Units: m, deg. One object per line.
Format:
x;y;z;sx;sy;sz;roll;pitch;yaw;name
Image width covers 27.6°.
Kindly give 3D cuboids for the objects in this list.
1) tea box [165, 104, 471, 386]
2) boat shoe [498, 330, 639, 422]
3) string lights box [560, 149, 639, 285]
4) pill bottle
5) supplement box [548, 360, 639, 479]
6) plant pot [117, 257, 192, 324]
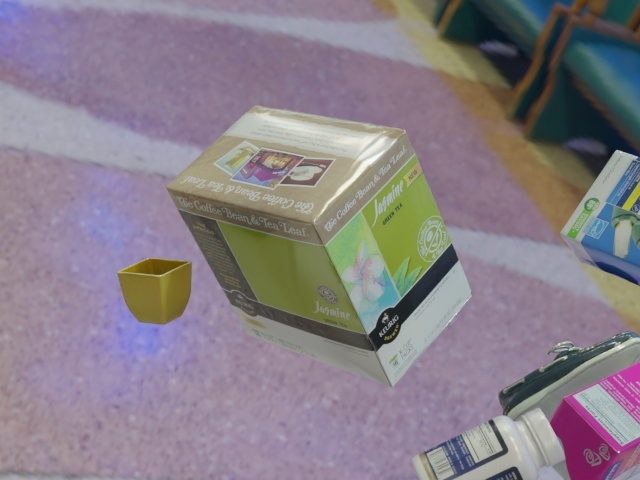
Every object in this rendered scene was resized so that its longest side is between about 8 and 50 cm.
0.000;0.000;1.948;0.329;0.324;0.220;15;52;44;tea box
0.397;0.211;2.075;0.095;0.254;0.079;33;26;-42;boat shoe
0.427;-0.002;1.519;0.259;0.133;0.077;25;-13;45;string lights box
0.204;0.269;1.572;0.169;0.094;0.094;-26;40;2;pill bottle
0.423;0.259;1.827;0.220;0.111;0.114;-16;51;-37;supplement box
-0.239;0.077;1.905;0.081;0.083;0.081;5;17;29;plant pot
